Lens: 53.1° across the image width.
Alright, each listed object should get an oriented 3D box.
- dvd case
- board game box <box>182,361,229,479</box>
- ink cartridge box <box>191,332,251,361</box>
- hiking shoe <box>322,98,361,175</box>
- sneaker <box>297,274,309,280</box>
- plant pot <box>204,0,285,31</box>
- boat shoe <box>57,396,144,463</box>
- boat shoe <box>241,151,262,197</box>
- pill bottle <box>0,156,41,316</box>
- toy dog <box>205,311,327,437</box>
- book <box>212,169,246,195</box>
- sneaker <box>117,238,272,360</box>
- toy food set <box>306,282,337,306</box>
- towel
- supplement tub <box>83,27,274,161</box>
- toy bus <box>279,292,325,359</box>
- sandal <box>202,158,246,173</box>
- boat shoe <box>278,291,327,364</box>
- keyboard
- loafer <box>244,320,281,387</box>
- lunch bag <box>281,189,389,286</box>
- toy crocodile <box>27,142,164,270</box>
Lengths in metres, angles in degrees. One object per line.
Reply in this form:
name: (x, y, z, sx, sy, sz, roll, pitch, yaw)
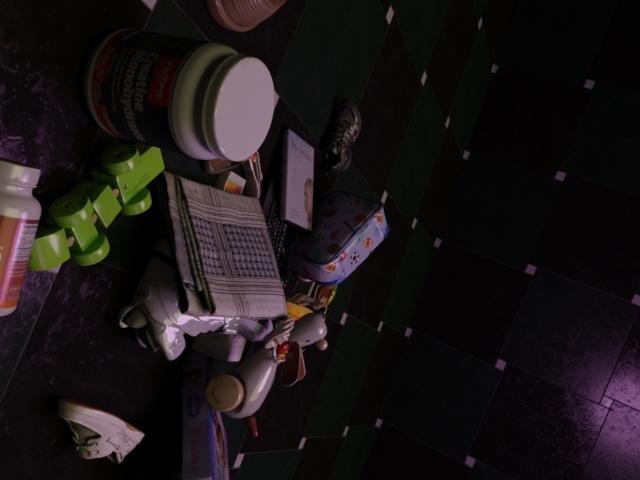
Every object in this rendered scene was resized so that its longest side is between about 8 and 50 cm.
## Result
dvd case: (-0.060, -0.157, 1.725, 0.180, 0.022, 0.252, 24, 65, -66)
board game box: (-0.271, 0.518, 1.540, 0.318, 0.066, 0.317, -105, -172, -49)
ink cartridge box: (-0.208, 0.180, 1.627, 0.172, 0.100, 0.237, 25, 83, -66)
hiking shoe: (0.058, -0.302, 1.897, 0.114, 0.086, 0.226, -38, 139, -57)
sneaker: (0.001, 0.001, 1.971, 0.145, 0.090, 0.270, -5, 113, -67)
plant pot: (-0.130, -0.544, 1.305, 0.237, 0.110, 0.237, -45, 143, -48)
boat shoe: (-0.441, 0.387, 1.267, 0.096, 0.098, 0.277, -63, 155, -23)
boat shoe: (-0.163, -0.163, 1.563, 0.043, 0.049, 0.137, -45, 138, -41)
pill bottle: (-0.472, -0.010, 0.909, 0.121, 0.121, 0.216, 9, 96, -66)
toy dog: (-0.110, 0.323, 1.483, 0.334, 0.161, 0.220, -40, 169, 15)
book: (-0.225, -0.087, 1.498, 0.144, 0.035, 0.096, -70, 158, -3)
sneaker: (-0.269, 0.173, 1.388, 0.366, 0.137, 0.210, 46, 66, -39)
toy food set: (0.016, 0.175, 2.180, 0.132, 0.039, 0.192, -67, 155, -13)
towel: (-0.195, 0.017, 1.349, 0.324, 0.056, 0.312, 13, 58, -55)
supplement tub: (-0.236, -0.243, 1.074, 0.191, 0.272, 0.191, -44, 143, -47)
toy bus: (-0.108, 0.254, 1.757, 0.211, 0.150, 0.220, -63, -164, -9)
sandal: (-0.193, -0.201, 1.449, 0.180, 0.049, 0.072, -42, 121, -45)
boat shoe: (-0.097, 0.289, 1.924, 0.341, 0.110, 0.121, -53, 149, -38)
keyboard: (-0.106, -0.011, 1.654, 0.201, 0.033, 0.317, 63, 30, -45)
loafer: (-0.137, 0.282, 1.616, 0.084, 0.096, 0.267, -22, 126, -67)
lunch bag: (0.037, -0.017, 1.836, 0.303, 0.243, 0.114, -43, 131, -26)
toy crocodile: (-0.385, -0.070, 1.100, 0.115, 0.105, 0.340, 83, 29, -44)
